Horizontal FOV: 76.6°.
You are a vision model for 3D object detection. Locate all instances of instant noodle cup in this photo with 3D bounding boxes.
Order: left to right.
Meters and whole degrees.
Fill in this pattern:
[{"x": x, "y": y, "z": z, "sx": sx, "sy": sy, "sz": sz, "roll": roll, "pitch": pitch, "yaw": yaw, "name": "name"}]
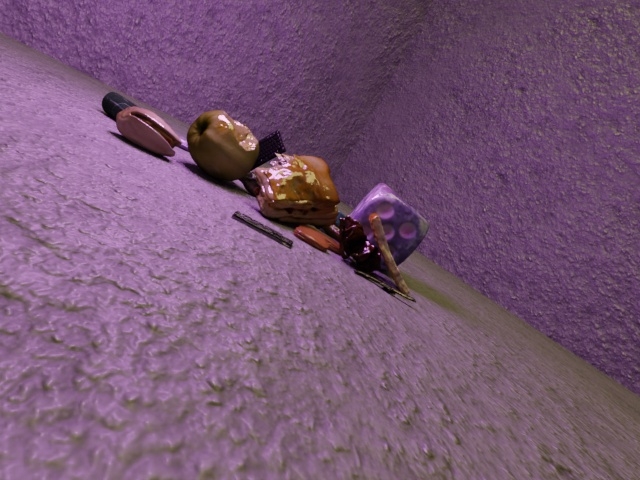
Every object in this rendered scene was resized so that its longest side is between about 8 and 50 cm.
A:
[{"x": 0.073, "y": -0.089, "z": 1.862, "sx": 0.179, "sy": 0.070, "sz": 0.157, "roll": 37, "pitch": -8, "yaw": -38, "name": "instant noodle cup"}]

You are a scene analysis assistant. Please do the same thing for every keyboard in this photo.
[{"x": -0.272, "y": -0.342, "z": 1.669, "sx": 0.018, "sy": 0.309, "sz": 0.101, "roll": -15, "pitch": 85, "yaw": -59, "name": "keyboard"}, {"x": -0.169, "y": -0.034, "z": 1.199, "sx": 0.196, "sy": 0.015, "sz": 0.074, "roll": 28, "pitch": 10, "yaw": -6, "name": "keyboard"}]

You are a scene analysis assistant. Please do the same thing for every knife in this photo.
[{"x": 0.211, "y": 0.150, "z": 1.331, "sx": 0.222, "sy": 0.021, "sz": 0.045, "roll": 27, "pitch": 8, "yaw": 9, "name": "knife"}]

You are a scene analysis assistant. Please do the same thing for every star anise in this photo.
[{"x": -0.200, "y": -0.208, "z": 1.718, "sx": 0.257, "sy": 0.111, "sz": 0.198, "roll": 24, "pitch": 9, "yaw": 6, "name": "star anise"}, {"x": 0.129, "y": 0.021, "z": 1.451, "sx": 0.220, "sy": 0.125, "sz": 0.190, "roll": 54, "pitch": 13, "yaw": 6, "name": "star anise"}]

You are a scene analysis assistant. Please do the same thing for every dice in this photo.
[{"x": 0.263, "y": -0.057, "z": 1.681, "sx": 0.270, "sy": 0.271, "sz": 0.270, "roll": 41, "pitch": 11, "yaw": -4, "name": "dice"}]

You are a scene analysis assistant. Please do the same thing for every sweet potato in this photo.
[{"x": 0.070, "y": -0.027, "z": 1.748, "sx": 0.182, "sy": 0.053, "sz": 0.054, "roll": 38, "pitch": -26, "yaw": 28, "name": "sweet potato"}]

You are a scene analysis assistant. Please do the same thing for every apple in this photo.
[{"x": -0.381, "y": -0.366, "z": 1.567, "sx": 0.279, "sy": 0.279, "sz": 0.279, "roll": 28, "pitch": 10, "yaw": -5, "name": "apple"}]

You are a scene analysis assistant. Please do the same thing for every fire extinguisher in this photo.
[{"x": -0.734, "y": -0.480, "z": 1.624, "sx": 0.311, "sy": 0.115, "sz": 0.095, "roll": 31, "pitch": 49, "yaw": 18, "name": "fire extinguisher"}]

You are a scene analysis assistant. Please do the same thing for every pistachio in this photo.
[{"x": -0.594, "y": -0.376, "z": 1.401, "sx": 0.223, "sy": 0.126, "sz": 0.152, "roll": 28, "pitch": -26, "yaw": -12, "name": "pistachio"}]

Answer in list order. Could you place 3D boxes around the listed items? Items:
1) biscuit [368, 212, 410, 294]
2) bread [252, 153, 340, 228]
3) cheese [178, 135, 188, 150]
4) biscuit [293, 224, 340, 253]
[{"x": 0.235, "y": 0.036, "z": 1.458, "sx": 0.204, "sy": 0.040, "sz": 0.309, "roll": -91, "pitch": 158, "yaw": -75, "name": "biscuit"}, {"x": -0.084, "y": -0.212, "z": 1.551, "sx": 0.369, "sy": 0.191, "sz": 0.314, "roll": 12, "pitch": 45, "yaw": -41, "name": "bread"}, {"x": -0.616, "y": -0.442, "z": 1.898, "sx": 0.190, "sy": 0.042, "sz": 0.105, "roll": 23, "pitch": 13, "yaw": -44, "name": "cheese"}, {"x": 0.000, "y": 0.000, "z": 1.456, "sx": 0.186, "sy": 0.036, "sz": 0.192, "roll": 32, "pitch": 11, "yaw": 3, "name": "biscuit"}]
